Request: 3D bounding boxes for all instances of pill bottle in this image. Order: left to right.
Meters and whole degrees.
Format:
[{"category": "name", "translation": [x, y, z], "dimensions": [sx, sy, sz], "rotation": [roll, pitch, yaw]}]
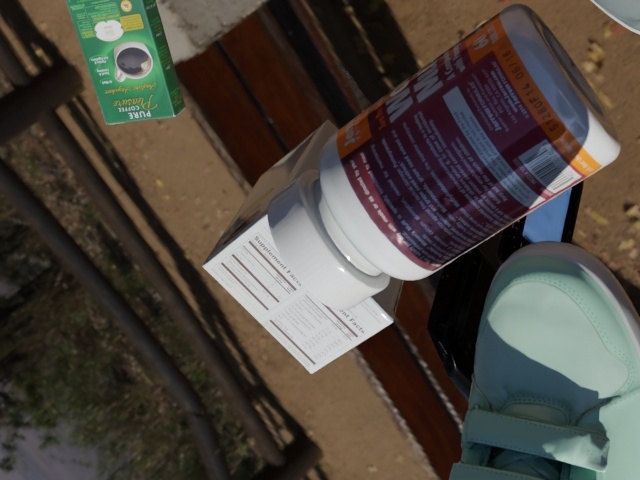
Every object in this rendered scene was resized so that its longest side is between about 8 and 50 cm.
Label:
[{"category": "pill bottle", "translation": [0.077, -0.048, 0.613], "dimensions": [0.221, 0.121, 0.121], "rotation": [-34, 100, 24]}]

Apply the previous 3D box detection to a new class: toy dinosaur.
[{"category": "toy dinosaur", "translation": [0.092, -0.189, 1.451], "dimensions": [0.211, 0.064, 0.112], "rotation": [55, 155, 14]}]

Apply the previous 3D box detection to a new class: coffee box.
[{"category": "coffee box", "translation": [-0.258, -0.250, 1.198], "dimensions": [0.113, 0.040, 0.184], "rotation": [-5, 115, 20]}]

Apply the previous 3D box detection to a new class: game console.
[{"category": "game console", "translation": [0.222, 0.025, 0.990], "dimensions": [0.044, 0.361, 0.213], "rotation": [-9, 140, 41]}]

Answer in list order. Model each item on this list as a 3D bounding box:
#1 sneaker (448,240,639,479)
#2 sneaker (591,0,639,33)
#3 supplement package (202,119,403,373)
[{"category": "sneaker", "translation": [0.089, 0.126, 0.404], "dimensions": [0.094, 0.151, 0.255], "rotation": [0, 88, 35]}, {"category": "sneaker", "translation": [0.163, -0.275, 0.717], "dimensions": [0.295, 0.178, 0.124], "rotation": [58, 147, 17]}, {"category": "supplement package", "translation": [0.000, 0.000, 1.191], "dimensions": [0.145, 0.262, 0.204], "rotation": [-36, 105, 29]}]
